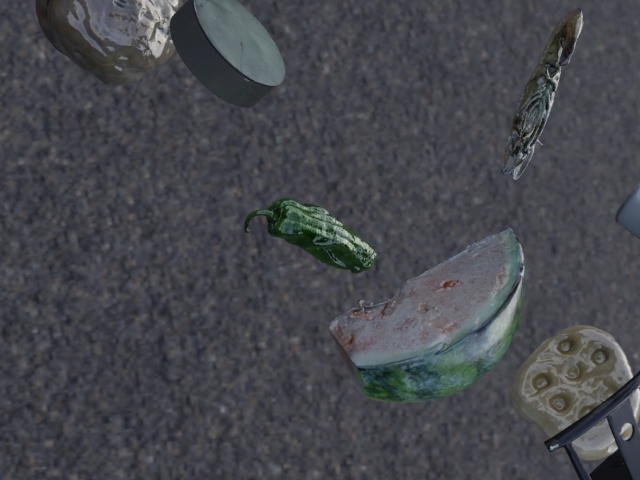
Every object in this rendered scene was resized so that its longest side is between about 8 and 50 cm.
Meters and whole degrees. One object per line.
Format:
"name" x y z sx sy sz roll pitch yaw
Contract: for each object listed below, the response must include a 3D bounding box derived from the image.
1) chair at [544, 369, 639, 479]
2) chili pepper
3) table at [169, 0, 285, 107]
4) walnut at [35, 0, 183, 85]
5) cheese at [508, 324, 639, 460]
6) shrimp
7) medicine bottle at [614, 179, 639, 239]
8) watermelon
"chair" 0.306 0.265 1.193 0.154 0.141 0.260 -33 99 -26
"chili pepper" -0.001 -0.004 1.865 0.257 0.100 0.074 31 68 -41
"table" -0.100 -0.209 1.285 0.133 0.043 0.133 38 30 -27
"walnut" -0.309 -0.339 1.726 0.224 0.224 0.224 19 66 -50
"cheese" 0.432 0.260 2.005 0.117 0.217 0.235 70 28 -51
"shrimp" 0.349 -0.236 1.835 0.058 0.169 0.296 22 64 0
"medicine bottle" 0.387 -0.016 1.259 0.130 0.080 0.080 38 36 13
"watermelon" 0.178 0.115 1.653 0.180 0.305 0.224 59 -9 9
